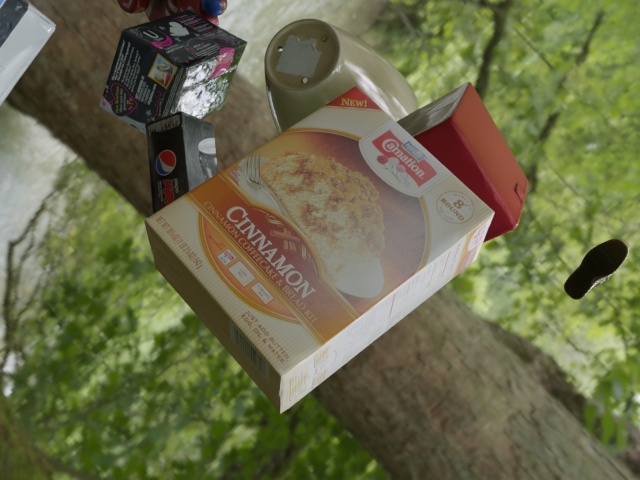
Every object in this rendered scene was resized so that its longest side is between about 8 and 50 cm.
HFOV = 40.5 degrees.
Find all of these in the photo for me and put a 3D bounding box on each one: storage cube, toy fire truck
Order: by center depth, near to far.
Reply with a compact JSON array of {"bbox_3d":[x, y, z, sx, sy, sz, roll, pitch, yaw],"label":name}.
[{"bbox_3d":[0.188,-0.099,1.336,0.184,0.193,0.215,-26,-166,29],"label":"storage cube"},{"bbox_3d":[-0.274,-0.512,1.759,0.169,0.254,0.302,-20,158,-37],"label":"toy fire truck"}]

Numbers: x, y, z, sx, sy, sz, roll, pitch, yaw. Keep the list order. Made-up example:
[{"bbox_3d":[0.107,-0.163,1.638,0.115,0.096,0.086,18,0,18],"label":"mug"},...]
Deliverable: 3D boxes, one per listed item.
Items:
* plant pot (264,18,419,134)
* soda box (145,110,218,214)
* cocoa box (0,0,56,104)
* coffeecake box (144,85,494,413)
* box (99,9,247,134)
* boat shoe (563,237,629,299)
[{"bbox_3d":[0.012,-0.249,1.460,0.256,0.256,0.274,-43,156,4],"label":"plant pot"},{"bbox_3d":[-0.146,-0.050,0.942,0.053,0.169,0.060,-15,164,29],"label":"soda box"},{"bbox_3d":[-0.663,-0.391,1.537,0.231,0.228,0.347,-53,-142,2],"label":"cocoa box"},{"bbox_3d":[0.000,0.000,0.592,0.185,0.142,0.068,-36,157,-22],"label":"coffeecake box"},{"bbox_3d":[-0.269,-0.308,1.596,0.163,0.142,0.247,-63,171,30],"label":"box"},{"bbox_3d":[0.429,0.038,1.335,0.045,0.050,0.135,-28,163,-43],"label":"boat shoe"}]
